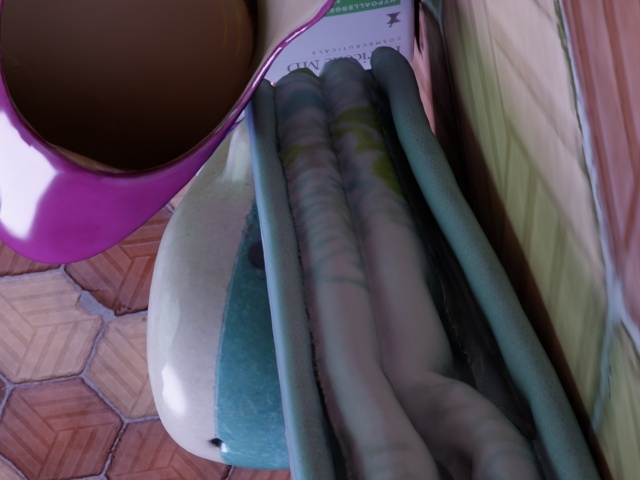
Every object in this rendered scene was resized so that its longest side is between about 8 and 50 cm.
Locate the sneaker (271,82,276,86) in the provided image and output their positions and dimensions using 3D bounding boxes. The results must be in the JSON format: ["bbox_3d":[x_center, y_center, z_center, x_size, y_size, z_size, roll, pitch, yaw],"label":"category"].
[{"bbox_3d":[-0.016,-0.141,1.137,0.094,0.081,0.208,-119,12,-75],"label":"sneaker"}]

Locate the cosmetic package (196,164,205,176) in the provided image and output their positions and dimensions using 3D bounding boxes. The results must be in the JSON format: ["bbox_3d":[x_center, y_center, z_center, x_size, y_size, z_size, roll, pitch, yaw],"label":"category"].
[{"bbox_3d":[-0.054,-0.021,1.702,0.296,0.129,0.153,-151,51,-86],"label":"cosmetic package"}]

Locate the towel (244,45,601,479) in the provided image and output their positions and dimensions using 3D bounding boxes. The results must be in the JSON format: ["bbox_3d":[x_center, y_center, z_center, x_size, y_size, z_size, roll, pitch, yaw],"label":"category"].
[{"bbox_3d":[0.038,0.137,0.634,0.374,0.090,0.321,-100,3,-57],"label":"towel"}]

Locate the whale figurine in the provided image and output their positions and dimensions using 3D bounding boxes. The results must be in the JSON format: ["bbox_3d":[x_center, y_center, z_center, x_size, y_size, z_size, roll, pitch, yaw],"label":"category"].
[{"bbox_3d":[0.000,0.000,0.929,0.216,0.141,0.272,86,-161,-57],"label":"whale figurine"}]

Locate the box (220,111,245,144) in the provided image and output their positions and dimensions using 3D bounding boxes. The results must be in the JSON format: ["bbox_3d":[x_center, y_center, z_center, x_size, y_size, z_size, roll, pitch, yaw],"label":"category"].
[{"bbox_3d":[-0.117,-0.195,1.558,0.243,0.213,0.117,87,174,-63],"label":"box"}]

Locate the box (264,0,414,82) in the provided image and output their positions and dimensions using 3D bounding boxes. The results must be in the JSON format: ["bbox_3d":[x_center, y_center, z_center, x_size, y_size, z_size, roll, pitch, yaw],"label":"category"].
[{"bbox_3d":[-0.015,-0.136,0.741,0.087,0.101,0.102,84,176,-55],"label":"box"}]

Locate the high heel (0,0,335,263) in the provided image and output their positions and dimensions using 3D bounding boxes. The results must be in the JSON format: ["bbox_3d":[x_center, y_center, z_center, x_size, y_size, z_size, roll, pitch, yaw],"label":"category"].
[{"bbox_3d":[-0.059,-0.074,0.551,0.377,0.127,0.181,116,161,-44],"label":"high heel"}]
